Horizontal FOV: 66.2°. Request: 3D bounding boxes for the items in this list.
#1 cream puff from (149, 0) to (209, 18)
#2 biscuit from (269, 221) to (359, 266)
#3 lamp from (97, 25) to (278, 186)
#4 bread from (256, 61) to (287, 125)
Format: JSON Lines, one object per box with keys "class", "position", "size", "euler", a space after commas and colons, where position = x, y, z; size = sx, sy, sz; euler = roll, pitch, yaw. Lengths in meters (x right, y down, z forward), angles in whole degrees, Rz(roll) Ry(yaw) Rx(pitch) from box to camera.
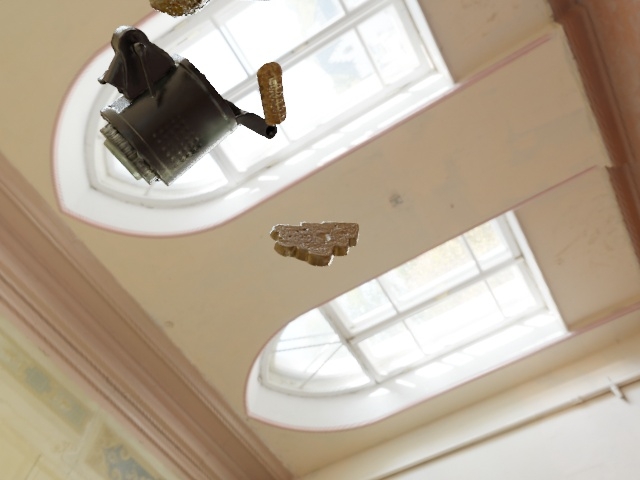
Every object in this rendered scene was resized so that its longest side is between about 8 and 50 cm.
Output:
{"class": "cream puff", "position": [-0.246, -0.461, 0.879], "size": [0.103, 0.144, 0.126], "euler": [50, -176, -30]}
{"class": "biscuit", "position": [0.000, 0.000, 1.173], "size": [0.212, 0.239, 0.041], "euler": [29, 125, 47]}
{"class": "lamp", "position": [-0.322, -0.245, 1.061], "size": [0.374, 0.272, 0.205], "euler": [30, -175, -45]}
{"class": "bread", "position": [-0.097, -0.293, 0.994], "size": [0.157, 0.052, 0.044], "euler": [88, 169, -61]}
